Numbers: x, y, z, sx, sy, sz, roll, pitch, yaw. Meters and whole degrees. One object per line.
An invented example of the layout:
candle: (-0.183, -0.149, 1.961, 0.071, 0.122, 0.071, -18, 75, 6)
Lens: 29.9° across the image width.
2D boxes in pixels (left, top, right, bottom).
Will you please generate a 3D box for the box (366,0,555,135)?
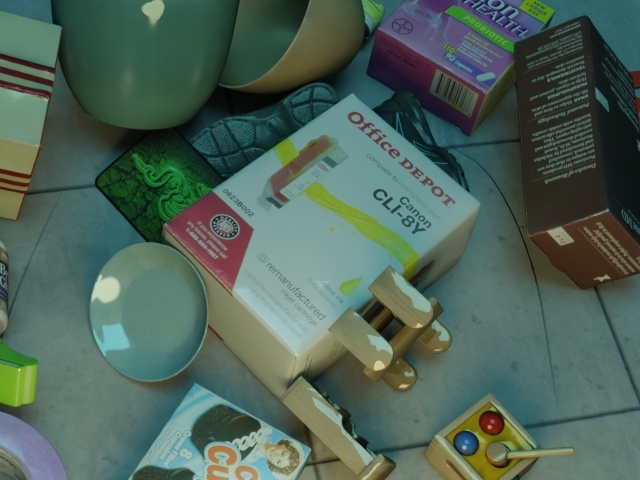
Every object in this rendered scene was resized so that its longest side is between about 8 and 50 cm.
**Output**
box: (0.238, -0.336, 2.029, 0.213, 0.117, 0.243, 34, 58, 13)

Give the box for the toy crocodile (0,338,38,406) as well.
toy crocodile: (-0.531, 0.146, 1.589, 0.340, 0.115, 0.105, 10, 24, 10)

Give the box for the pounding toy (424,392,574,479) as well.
pounding toy: (0.244, 0.290, 1.639, 0.130, 0.100, 0.141, -33, 68, -25)

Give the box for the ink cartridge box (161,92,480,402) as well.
ink cartridge box: (0.000, 0.000, 1.750, 0.385, 0.160, 0.279, -37, 70, -27)

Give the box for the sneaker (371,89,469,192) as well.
sneaker: (0.150, -0.119, 1.902, 0.106, 0.101, 0.267, -24, 56, -9)

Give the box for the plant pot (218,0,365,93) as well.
plant pot: (-0.038, -0.358, 1.936, 0.191, 0.284, 0.284, 14, 49, -41)

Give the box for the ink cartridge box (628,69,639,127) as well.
ink cartridge box: (0.641, -0.161, 1.999, 0.308, 0.091, 0.385, -7, 60, -13)

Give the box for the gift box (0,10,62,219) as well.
gift box: (-0.537, -0.177, 1.731, 0.258, 0.276, 0.255, 14, 53, -18)

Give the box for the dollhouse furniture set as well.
dollhouse furniture set: (0.093, 0.187, 1.624, 0.161, 0.212, 0.242, 43, 88, 19)

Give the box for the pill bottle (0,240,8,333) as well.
pill bottle: (-0.486, 0.048, 1.682, 0.094, 0.094, 0.169, -2, 58, -11)

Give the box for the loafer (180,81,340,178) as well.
loafer: (-0.094, -0.165, 1.898, 0.267, 0.084, 0.096, -25, 90, -7)

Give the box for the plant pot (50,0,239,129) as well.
plant pot: (-0.271, -0.309, 1.828, 0.293, 0.235, 0.293, 7, 28, -4)

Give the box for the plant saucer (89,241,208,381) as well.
plant saucer: (-0.233, 0.099, 1.676, 0.195, 0.037, 0.195, -1, 89, 25)

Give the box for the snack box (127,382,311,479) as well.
snack box: (-0.170, 0.361, 1.552, 0.187, 0.060, 0.322, 28, 58, 9)

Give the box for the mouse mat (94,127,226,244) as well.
mouse mat: (-0.235, -0.079, 1.824, 0.152, 0.007, 0.189, -43, 72, -7)

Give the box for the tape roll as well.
tape roll: (-0.450, 0.350, 1.498, 0.275, 0.090, 0.275, 4, 58, -6)

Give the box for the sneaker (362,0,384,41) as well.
sneaker: (0.023, -0.427, 2.084, 0.208, 0.081, 0.094, 41, 53, 9)

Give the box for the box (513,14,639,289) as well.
box: (0.408, -0.140, 1.865, 0.143, 0.191, 0.381, -18, 53, 31)
